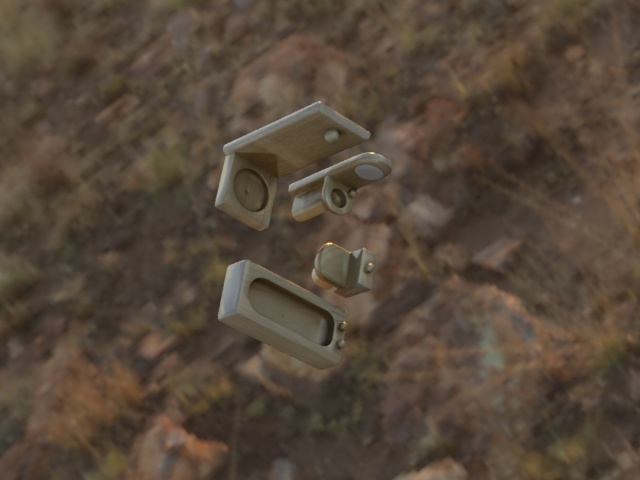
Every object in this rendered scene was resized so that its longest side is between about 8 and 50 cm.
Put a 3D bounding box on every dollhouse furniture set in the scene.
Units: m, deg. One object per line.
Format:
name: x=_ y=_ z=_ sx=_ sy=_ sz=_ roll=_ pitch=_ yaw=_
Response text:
dollhouse furniture set: x=0.000 y=0.000 z=1.301 sx=0.123 sy=0.144 sz=0.151 roll=-21 pitch=50 yaw=45
